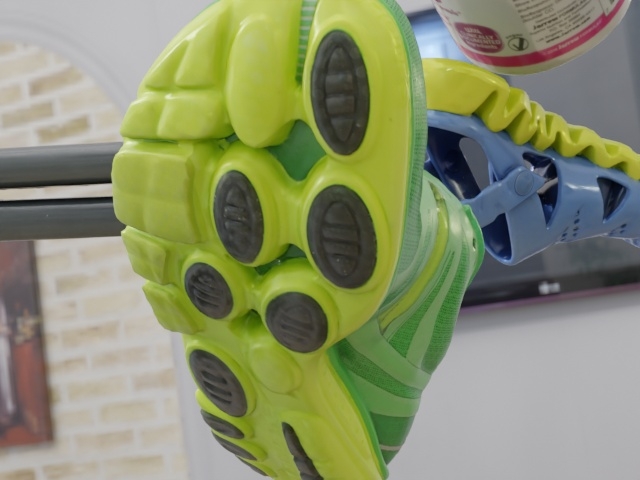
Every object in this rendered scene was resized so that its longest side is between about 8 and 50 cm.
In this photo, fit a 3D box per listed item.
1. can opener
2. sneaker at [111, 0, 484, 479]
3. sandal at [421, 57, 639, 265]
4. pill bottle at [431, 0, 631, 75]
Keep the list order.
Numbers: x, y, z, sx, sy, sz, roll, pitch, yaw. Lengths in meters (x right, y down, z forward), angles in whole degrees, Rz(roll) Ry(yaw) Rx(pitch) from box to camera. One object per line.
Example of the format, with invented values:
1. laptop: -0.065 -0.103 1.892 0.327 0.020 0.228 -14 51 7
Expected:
1. can opener: -0.147 -0.037 0.813 0.280 0.074 0.093 -2 3 4
2. sneaker: 0.000 0.000 0.460 0.109 0.123 0.295 24 -31 16
3. sandal: 0.175 -0.042 0.988 0.317 0.138 0.126 19 -1 -31
4. pill bottle: 0.126 -0.273 0.890 0.160 0.160 0.283 -11 -38 26
